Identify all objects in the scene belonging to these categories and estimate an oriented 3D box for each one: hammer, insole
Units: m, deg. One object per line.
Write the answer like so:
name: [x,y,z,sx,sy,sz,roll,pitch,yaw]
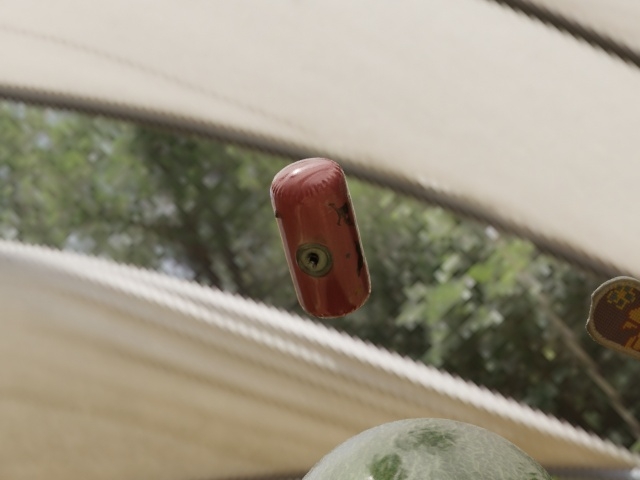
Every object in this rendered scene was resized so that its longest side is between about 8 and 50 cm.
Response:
hammer: [0.000,0.000,0.904,0.043,0.043,0.083,-38,-52,-37]
insole: [0.263,0.079,1.285,0.065,0.197,0.004,-56,27,7]

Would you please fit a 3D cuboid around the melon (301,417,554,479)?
melon: [0.050,0.190,0.878,0.182,0.182,0.288,-50,15,30]
